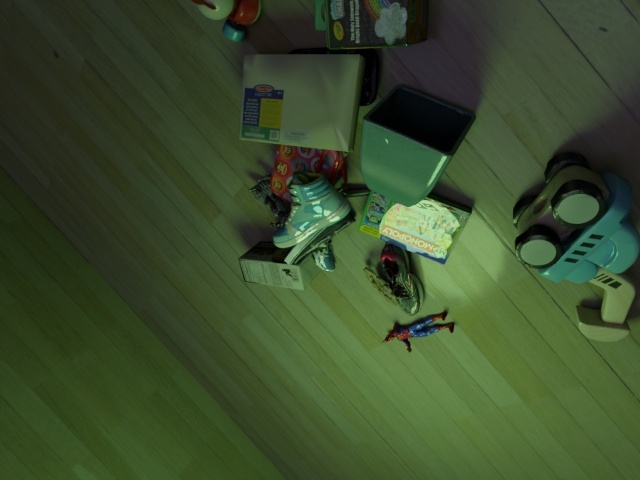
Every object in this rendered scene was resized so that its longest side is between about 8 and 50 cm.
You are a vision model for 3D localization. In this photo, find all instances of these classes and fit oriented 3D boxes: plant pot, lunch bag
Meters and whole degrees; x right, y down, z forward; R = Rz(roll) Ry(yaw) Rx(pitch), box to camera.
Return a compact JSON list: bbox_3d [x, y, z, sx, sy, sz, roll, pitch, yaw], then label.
[{"bbox_3d":[0.255,-0.248,1.156,0.247,0.248,0.252,27,140,15],"label":"plant pot"},{"bbox_3d":[-0.029,-0.247,1.402,0.258,0.120,0.293,29,129,9],"label":"lunch bag"}]

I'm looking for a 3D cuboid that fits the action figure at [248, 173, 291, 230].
[{"bbox_3d":[-0.156,-0.110,1.554,0.285,0.099,0.185,56,148,2],"label":"action figure"}]

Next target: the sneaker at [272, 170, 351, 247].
[{"bbox_3d":[-0.078,-0.116,1.354,0.319,0.127,0.208,-29,115,23],"label":"sneaker"}]

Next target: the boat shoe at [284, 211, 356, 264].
[{"bbox_3d":[0.000,0.000,1.468,0.301,0.108,0.102,-43,91,4],"label":"boat shoe"}]

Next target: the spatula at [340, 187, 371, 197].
[{"bbox_3d":[0.201,-0.166,1.359,0.296,0.030,0.084,-1,118,31],"label":"spatula"}]

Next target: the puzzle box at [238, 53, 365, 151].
[{"bbox_3d":[-0.072,-0.432,1.248,0.408,0.052,0.272,13,104,25],"label":"puzzle box"}]

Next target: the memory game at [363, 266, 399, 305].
[{"bbox_3d":[0.221,0.171,1.479,0.186,0.012,0.186,48,171,10],"label":"memory game"}]

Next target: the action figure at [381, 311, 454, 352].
[{"bbox_3d":[0.349,0.363,1.517,0.280,0.139,0.091,-27,100,41],"label":"action figure"}]

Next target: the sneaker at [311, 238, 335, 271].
[{"bbox_3d":[0.010,0.029,1.556,0.081,0.080,0.211,-15,109,38],"label":"sneaker"}]

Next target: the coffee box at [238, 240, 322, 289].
[{"bbox_3d":[-0.163,0.097,1.642,0.297,0.168,0.119,4,119,30],"label":"coffee box"}]

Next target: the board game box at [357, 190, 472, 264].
[{"bbox_3d":[0.301,-0.068,1.323,0.317,0.046,0.214,22,126,9],"label":"board game box"}]

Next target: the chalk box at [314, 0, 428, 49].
[{"bbox_3d":[0.121,-0.610,1.056,0.289,0.179,0.180,12,123,26],"label":"chalk box"}]

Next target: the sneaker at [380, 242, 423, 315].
[{"bbox_3d":[0.280,0.146,1.443,0.120,0.112,0.299,-11,111,35],"label":"sneaker"}]

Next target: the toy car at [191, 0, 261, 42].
[{"bbox_3d":[-0.315,-0.740,1.199,0.210,0.238,0.219,44,129,2],"label":"toy car"}]

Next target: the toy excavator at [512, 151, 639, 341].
[{"bbox_3d":[0.729,0.052,1.076,0.445,0.222,0.433,27,129,4],"label":"toy excavator"}]

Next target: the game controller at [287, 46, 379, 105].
[{"bbox_3d":[0.029,-0.506,1.242,0.319,0.067,0.166,10,121,25],"label":"game controller"}]
